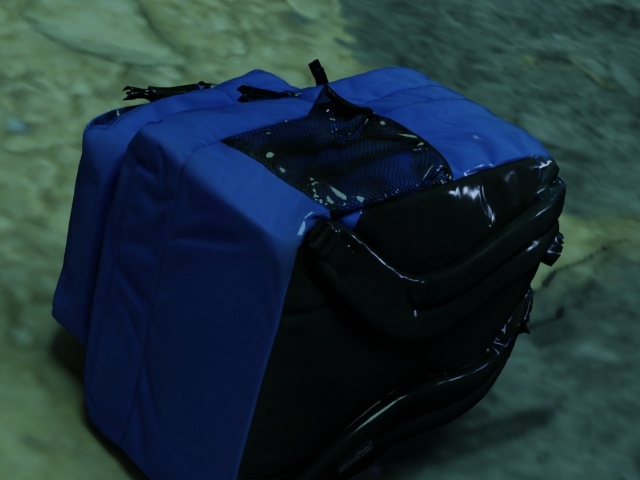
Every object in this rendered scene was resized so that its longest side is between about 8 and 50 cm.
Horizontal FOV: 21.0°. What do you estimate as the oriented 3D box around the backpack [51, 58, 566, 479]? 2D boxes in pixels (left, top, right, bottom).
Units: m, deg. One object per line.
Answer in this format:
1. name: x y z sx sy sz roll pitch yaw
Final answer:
1. backpack: 0.000 0.000 0.446 0.120 0.098 0.101 -17 48 -43
